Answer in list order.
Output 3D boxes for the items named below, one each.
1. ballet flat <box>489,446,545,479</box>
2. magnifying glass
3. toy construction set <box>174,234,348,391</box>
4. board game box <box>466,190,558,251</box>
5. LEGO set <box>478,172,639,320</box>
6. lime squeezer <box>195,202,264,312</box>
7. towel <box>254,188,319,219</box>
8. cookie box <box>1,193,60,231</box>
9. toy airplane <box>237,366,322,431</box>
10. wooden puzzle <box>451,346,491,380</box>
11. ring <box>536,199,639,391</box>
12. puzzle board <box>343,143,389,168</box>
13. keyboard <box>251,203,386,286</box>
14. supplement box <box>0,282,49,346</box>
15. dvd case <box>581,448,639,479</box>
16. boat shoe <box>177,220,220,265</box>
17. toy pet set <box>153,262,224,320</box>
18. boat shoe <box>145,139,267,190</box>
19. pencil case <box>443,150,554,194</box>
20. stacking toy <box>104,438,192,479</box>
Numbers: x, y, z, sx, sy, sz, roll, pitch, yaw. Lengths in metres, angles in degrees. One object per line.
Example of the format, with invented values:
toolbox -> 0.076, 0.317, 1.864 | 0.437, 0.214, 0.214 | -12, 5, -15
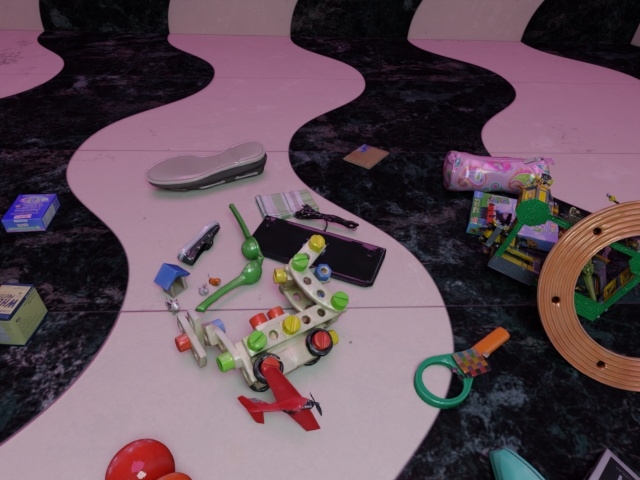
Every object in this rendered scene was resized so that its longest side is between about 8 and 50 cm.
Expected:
ballet flat -> 0.300, 0.385, 0.546 | 0.087, 0.083, 0.247 | -27, 48, -24
magnifying glass -> 0.265, 0.223, 0.784 | 0.231, 0.026, 0.092 | -26, 48, -27
toy construction set -> -0.090, 0.137, 0.767 | 0.327, 0.151, 0.215 | -25, 71, -19
board game box -> 0.496, -0.053, 1.111 | 0.211, 0.039, 0.160 | 15, 41, 14
LEGO set -> 0.518, -0.008, 0.903 | 0.331, 0.255, 0.192 | 21, 43, 16
lime squeezer -> -0.178, 0.038, 0.947 | 0.109, 0.059, 0.310 | 1, 47, 4
towel -> -0.091, -0.100, 1.149 | 0.152, 0.023, 0.113 | -11, 43, -16
cookie box -> -0.716, -0.070, 1.066 | 0.091, 0.040, 0.107 | -2, 40, -6
toy airplane -> -0.066, 0.251, 0.658 | 0.151, 0.151, 0.028 | 14, 39, 13
wooden puzzle -> 0.268, 0.218, 0.765 | 0.083, 0.006, 0.049 | -13, 43, -16
ring -> 0.559, 0.097, 0.748 | 0.336, 0.337, 0.032 | 13, 10, 13
puzzle board -> 0.147, -0.268, 1.372 | 0.096, 0.011, 0.128 | 25, 44, 26
keyboard -> 0.000, 0.000, 1.029 | 0.317, 0.033, 0.202 | 17, 49, 15
supplement box -> -0.565, 0.137, 0.794 | 0.056, 0.083, 0.083 | 3, 40, 0
dvd case -> 0.395, 0.375, 0.517 | 0.238, 0.030, 0.179 | -2, 38, -46
boat shoe -> -0.273, 0.007, 0.999 | 0.040, 0.049, 0.142 | 32, 47, 5
toy pet set -> -0.273, 0.089, 0.881 | 0.114, 0.065, 0.122 | 27, 45, 26
boat shoe -> -0.309, -0.191, 1.211 | 0.335, 0.096, 0.112 | -18, 57, -16
pencil case -> 0.495, -0.190, 1.214 | 0.284, 0.124, 0.124 | 4, 40, 3
stacking toy -> -0.159, 0.365, 0.514 | 0.330, 0.141, 0.141 | 29, 47, 34
